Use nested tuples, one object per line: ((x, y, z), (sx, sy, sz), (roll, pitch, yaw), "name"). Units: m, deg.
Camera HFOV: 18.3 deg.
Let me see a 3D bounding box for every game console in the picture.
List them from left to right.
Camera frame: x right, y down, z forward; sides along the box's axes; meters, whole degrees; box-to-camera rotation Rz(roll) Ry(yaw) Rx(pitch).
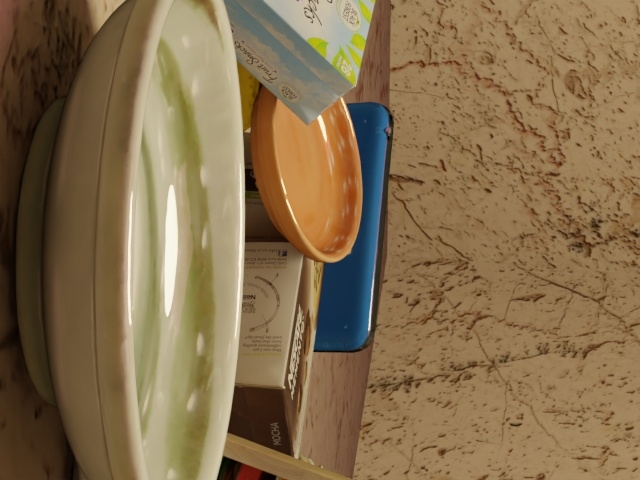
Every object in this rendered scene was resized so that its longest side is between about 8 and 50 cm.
((0.000, 0.000, 2.362), (0.173, 0.250, 0.293), (21, 71, -56), "game console")

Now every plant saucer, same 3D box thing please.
((-0.130, 0.008, 1.343), (0.400, 0.101, 0.400), (2, 90, -82), "plant saucer")
((-0.016, -0.076, 1.853), (0.200, 0.037, 0.200), (-10, 90, -67), "plant saucer")

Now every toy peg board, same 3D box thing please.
((-0.043, 0.225, 1.723), (0.161, 0.161, 0.079), (49, 62, -82), "toy peg board")

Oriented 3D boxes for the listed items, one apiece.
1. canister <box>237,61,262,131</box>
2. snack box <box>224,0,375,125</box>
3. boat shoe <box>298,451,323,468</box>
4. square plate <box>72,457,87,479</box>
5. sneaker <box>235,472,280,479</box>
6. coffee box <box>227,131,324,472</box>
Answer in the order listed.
((-0.077, -0.170, 1.909), (0.170, 0.073, 0.126), (-54, 148, -76), "canister")
((-0.037, -0.227, 1.794), (0.070, 0.174, 0.207), (-37, -160, 29), "snack box")
((-0.045, 0.300, 2.417), (0.113, 0.103, 0.302), (-80, 172, -46), "boat shoe")
((-0.147, 0.203, 1.629), (0.347, 0.049, 0.344), (-76, 169, -58), "square plate")
((-0.078, 0.295, 2.217), (0.286, 0.109, 0.130), (71, 33, -58), "sneaker")
((-0.068, 0.060, 1.939), (0.168, 0.119, 0.297), (85, 10, -53), "coffee box")
